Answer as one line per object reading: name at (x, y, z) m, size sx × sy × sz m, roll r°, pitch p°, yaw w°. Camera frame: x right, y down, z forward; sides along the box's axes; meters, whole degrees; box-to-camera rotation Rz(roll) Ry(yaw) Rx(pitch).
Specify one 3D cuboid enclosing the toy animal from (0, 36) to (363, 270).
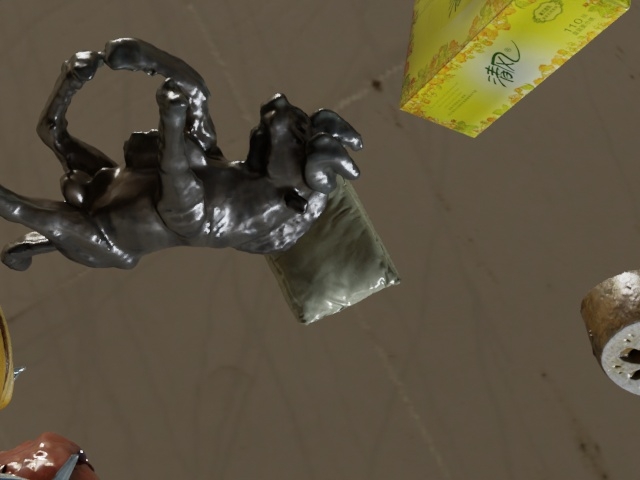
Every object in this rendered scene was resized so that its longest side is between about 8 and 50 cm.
toy animal at (-0.098, -0.029, 0.748) m, size 0.233 × 0.148 × 0.084 m, roll -18°, pitch -141°, yaw 19°

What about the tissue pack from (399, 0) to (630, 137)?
tissue pack at (0.117, -0.147, 0.834) m, size 0.176 × 0.062 × 0.095 m, roll -39°, pitch -144°, yaw 58°

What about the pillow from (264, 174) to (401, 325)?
pillow at (0.000, 0.000, 1.536) m, size 0.134 × 0.078 × 0.181 m, roll -28°, pitch -104°, yaw 0°

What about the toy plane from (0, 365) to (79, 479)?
toy plane at (-0.324, 0.218, 1.217) m, size 0.226 × 0.058 × 0.225 m, roll 11°, pitch -101°, yaw -16°

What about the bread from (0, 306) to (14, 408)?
bread at (-0.321, 0.086, 1.039) m, size 0.200 × 0.077 × 0.115 m, roll -11°, pitch -95°, yaw 21°

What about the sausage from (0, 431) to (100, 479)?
sausage at (-0.280, 0.348, 1.455) m, size 0.152 × 0.152 × 0.279 m, roll -16°, pitch -89°, yaw 22°

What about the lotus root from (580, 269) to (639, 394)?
lotus root at (0.313, 0.086, 1.299) m, size 0.122 × 0.081 × 0.112 m, roll -26°, pitch -63°, yaw 25°
